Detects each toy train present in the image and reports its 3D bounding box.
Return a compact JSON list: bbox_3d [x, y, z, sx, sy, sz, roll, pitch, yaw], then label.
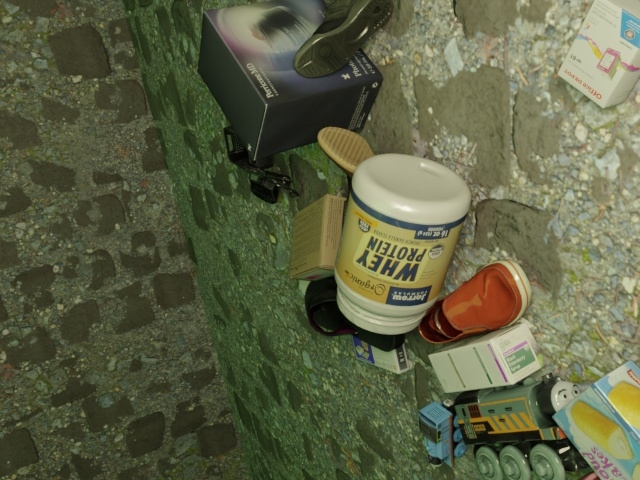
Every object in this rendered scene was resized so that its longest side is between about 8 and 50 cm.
[{"bbox_3d":[0.294,0.468,1.442,0.080,0.105,0.184,32,135,52],"label":"toy train"},{"bbox_3d":[0.393,0.365,1.157,0.334,0.142,0.190,-44,60,62],"label":"toy train"}]

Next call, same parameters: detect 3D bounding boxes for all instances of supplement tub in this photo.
[{"bbox_3d":[0.152,0.010,1.200,0.228,0.228,0.316,45,137,40],"label":"supplement tub"}]

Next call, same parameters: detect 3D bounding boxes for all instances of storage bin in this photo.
[{"bbox_3d":[-0.232,-0.300,1.914,0.180,0.084,0.122,34,138,51],"label":"storage bin"}]

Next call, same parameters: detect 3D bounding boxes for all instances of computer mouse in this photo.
[{"bbox_3d":[-0.139,-0.171,1.842,0.184,0.060,0.262,24,166,11],"label":"computer mouse"}]

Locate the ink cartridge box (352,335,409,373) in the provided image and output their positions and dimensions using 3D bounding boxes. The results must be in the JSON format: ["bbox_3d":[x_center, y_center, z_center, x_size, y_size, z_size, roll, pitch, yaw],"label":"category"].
[{"bbox_3d":[0.146,0.242,1.628,0.206,0.045,0.208,4,110,61],"label":"ink cartridge box"}]

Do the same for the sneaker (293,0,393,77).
[{"bbox_3d":[0.028,-0.424,1.205,0.087,0.227,0.130,43,-175,-39],"label":"sneaker"}]

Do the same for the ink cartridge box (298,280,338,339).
[{"bbox_3d":[-0.002,0.192,1.872,0.171,0.056,0.235,46,144,38],"label":"ink cartridge box"}]

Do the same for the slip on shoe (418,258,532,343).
[{"bbox_3d":[0.301,0.136,1.193,0.123,0.101,0.331,64,152,14],"label":"slip on shoe"}]

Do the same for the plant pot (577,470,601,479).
[{"bbox_3d":[0.494,0.498,1.008,0.201,0.201,0.180,56,167,26],"label":"plant pot"}]

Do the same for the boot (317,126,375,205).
[{"bbox_3d":[0.079,-0.130,1.354,0.248,0.090,0.207,35,152,3],"label":"boot"}]

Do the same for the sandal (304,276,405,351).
[{"bbox_3d":[0.050,0.195,1.611,0.446,0.107,0.167,6,110,60],"label":"sandal"}]

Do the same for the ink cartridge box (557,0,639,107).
[{"bbox_3d":[0.387,-0.253,0.795,0.088,0.052,0.122,52,151,30],"label":"ink cartridge box"}]

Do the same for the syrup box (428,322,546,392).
[{"bbox_3d":[0.332,0.244,1.219,0.096,0.093,0.237,66,154,7],"label":"syrup box"}]

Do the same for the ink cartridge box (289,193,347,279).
[{"bbox_3d":[0.000,0.000,1.601,0.235,0.088,0.193,157,120,-64],"label":"ink cartridge box"}]

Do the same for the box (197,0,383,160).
[{"bbox_3d":[-0.074,-0.369,1.320,0.296,0.294,0.182,57,152,22],"label":"box"}]

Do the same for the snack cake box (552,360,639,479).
[{"bbox_3d":[0.498,0.335,0.901,0.264,0.089,0.152,56,154,27],"label":"snack cake box"}]
